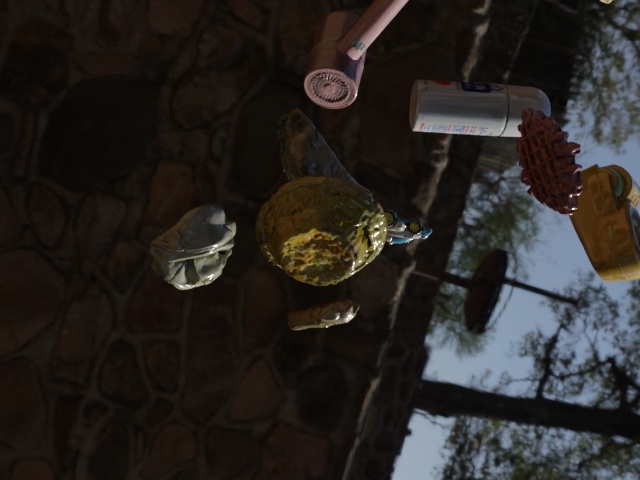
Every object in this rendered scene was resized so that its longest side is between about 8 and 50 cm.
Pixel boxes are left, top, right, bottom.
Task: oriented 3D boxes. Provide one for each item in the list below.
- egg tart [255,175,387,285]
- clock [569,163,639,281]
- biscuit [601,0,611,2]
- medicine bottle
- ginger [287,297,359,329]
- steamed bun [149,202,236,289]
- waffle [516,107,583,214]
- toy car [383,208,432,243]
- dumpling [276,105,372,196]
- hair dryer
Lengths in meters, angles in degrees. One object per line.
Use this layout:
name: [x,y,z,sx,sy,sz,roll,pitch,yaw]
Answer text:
egg tart: [0.000,0.000,1.456,0.123,0.294,0.294,-83,-175,-48]
clock: [0.816,-0.036,1.963,0.244,0.200,0.317,15,60,-51]
biscuit: [0.672,-0.626,1.553,0.030,0.160,0.249,-61,-165,-15]
medicine bottle: [0.399,-0.326,1.739,0.130,0.340,0.130,-176,-90,-89]
ginger: [-0.007,0.141,1.317,0.069,0.173,0.051,-12,90,-50]
steamed bun: [-0.278,0.030,1.585,0.218,0.144,0.211,-37,171,1]
waffle: [0.487,-0.164,1.498,0.234,0.055,0.221,-119,-166,-50]
toy car: [0.218,-0.024,1.922,0.126,0.161,0.098,-39,151,-81]
dumpling: [-0.018,-0.169,1.783,0.166,0.332,0.086,-34,-161,22]
hair dryer: [0.098,-0.464,1.517,0.352,0.125,0.210,-37,-147,49]
